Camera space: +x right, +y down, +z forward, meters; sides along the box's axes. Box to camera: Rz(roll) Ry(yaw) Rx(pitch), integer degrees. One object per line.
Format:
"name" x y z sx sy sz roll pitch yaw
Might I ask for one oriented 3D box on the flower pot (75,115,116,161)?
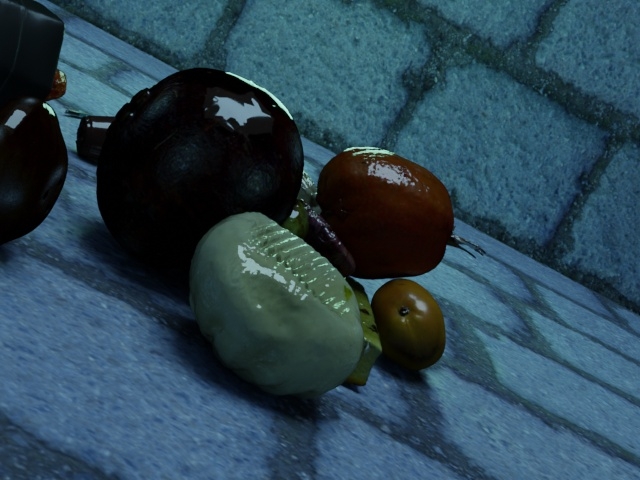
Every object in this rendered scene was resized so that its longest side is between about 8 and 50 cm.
"flower pot" -0.381 -0.177 2.049 0.089 0.111 0.111 6 20 -25

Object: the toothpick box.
"toothpick box" -0.443 -0.111 1.347 0.294 0.192 0.192 23 11 3

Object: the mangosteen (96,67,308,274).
"mangosteen" -0.159 -0.087 1.637 0.330 0.330 0.330 28 11 -6

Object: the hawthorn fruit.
"hawthorn fruit" 0.132 -0.031 1.879 0.299 0.211 0.211 15 13 -10

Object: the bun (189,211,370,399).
"bun" -0.068 0.087 1.429 0.259 0.160 0.259 41 13 -11

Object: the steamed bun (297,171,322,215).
"steamed bun" -0.045 -0.023 2.054 0.211 0.144 0.218 50 -8 43

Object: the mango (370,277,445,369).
"mango" 0.134 0.131 1.836 0.219 0.112 0.144 -147 -147 -85

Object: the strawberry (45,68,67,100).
"strawberry" -0.582 -0.316 2.241 0.188 0.082 0.121 18 -8 -8

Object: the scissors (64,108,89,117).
"scissors" -0.484 -0.254 2.333 0.058 0.014 0.119 27 7 14

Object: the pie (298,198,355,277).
"pie" 0.000 0.000 1.756 0.154 0.036 0.154 50 -9 11

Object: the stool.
"stool" -0.535 -0.306 1.919 0.141 0.232 0.232 16 16 -39

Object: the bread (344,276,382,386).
"bread" 0.009 0.106 1.742 0.138 0.077 0.361 28 11 -8
